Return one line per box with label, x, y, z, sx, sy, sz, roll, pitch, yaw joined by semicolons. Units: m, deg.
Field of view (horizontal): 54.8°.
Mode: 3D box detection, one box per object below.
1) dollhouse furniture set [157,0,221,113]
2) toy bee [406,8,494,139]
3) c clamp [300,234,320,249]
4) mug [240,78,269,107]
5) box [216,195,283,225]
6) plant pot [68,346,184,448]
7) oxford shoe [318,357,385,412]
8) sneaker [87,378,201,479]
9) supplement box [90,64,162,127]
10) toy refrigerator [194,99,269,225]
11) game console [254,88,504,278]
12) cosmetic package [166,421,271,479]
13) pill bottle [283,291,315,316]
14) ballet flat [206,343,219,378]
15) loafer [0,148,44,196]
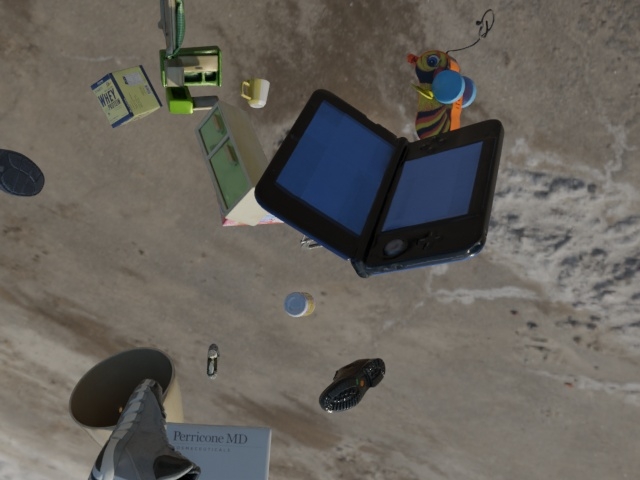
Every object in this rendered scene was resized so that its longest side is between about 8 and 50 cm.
dollhouse furniture set;-0.297;-0.477;1.455;0.151;0.197;0.301;-7;129;-17
toy bee;0.263;-0.348;1.364;0.162;0.298;0.195;21;173;31
c clamp;0.000;0.000;2.058;0.161;0.022;0.137;-9;157;-25
mug;-0.173;-0.382;1.609;0.078;0.064;0.062;3;175;-13
box;-0.159;-0.142;1.936;0.300;0.142;0.154;-5;161;-29
plant pot;-0.448;0.454;1.544;0.257;0.256;0.274;2;126;21
oxford shoe;0.066;0.373;1.587;0.096;0.227;0.082;-3;103;44
sneaker;-0.226;0.289;0.858;0.132;0.228;0.086;23;109;-6
supplement box;-0.344;-0.257;1.099;0.056;0.083;0.083;-18;104;37
toy refrigerator;-0.186;-0.172;1.343;0.094;0.269;0.102;16;131;-45
game console;0.094;-0.110;0.847;0.250;0.293;0.173;-13;127;32
cosmetic package;-0.236;0.620;1.286;0.230;0.453;0.161;6;161;-10
pill bottle;-0.034;0.113;1.096;0.043;0.043;0.083;9;177;13
ballet flat;-0.345;0.384;1.975;0.041;0.114;0.041;-1;160;0
loafer;-0.827;-0.190;1.539;0.095;0.109;0.302;19;176;22
